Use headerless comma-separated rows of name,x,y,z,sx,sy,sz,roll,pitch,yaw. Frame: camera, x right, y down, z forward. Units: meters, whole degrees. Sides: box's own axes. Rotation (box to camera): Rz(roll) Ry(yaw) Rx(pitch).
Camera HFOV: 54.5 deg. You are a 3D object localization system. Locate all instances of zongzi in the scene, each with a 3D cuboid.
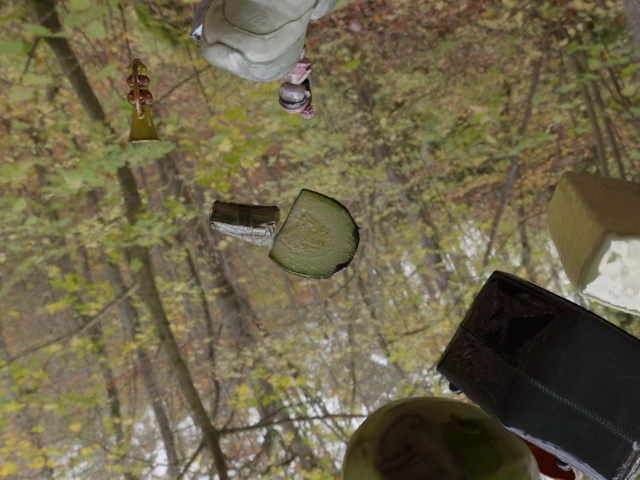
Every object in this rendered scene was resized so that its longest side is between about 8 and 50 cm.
zongzi,-0.086,-0.014,0.693,0.076,0.040,0.083,8,158,-7

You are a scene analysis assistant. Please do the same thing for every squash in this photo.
squash,0.004,0.004,1.388,0.192,0.184,0.085,-63,161,-4

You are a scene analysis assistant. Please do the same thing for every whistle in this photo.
whistle,-0.239,-0.180,0.807,0.046,0.109,0.057,1,-165,18

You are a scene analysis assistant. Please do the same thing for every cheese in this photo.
cheese,0.463,0.005,0.869,0.242,0.124,0.265,7,-156,8

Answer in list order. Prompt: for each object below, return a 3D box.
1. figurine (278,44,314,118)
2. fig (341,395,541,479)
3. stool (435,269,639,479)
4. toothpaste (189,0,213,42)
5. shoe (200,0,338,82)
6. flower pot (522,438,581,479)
figurine,-0.039,-0.281,1.091,0.072,0.129,0.054,18,-143,19
fig,0.166,0.309,0.793,0.271,0.240,0.239,-7,169,-35
stool,0.243,0.139,0.635,0.141,0.232,0.232,-58,178,2
toothpaste,-0.109,-0.447,1.077,0.071,0.089,0.312,27,142,-37
shoe,-0.046,-0.361,0.796,0.211,0.132,0.342,109,8,-52
flower pot,0.458,0.347,1.222,0.173,0.191,0.190,-44,-173,-24
